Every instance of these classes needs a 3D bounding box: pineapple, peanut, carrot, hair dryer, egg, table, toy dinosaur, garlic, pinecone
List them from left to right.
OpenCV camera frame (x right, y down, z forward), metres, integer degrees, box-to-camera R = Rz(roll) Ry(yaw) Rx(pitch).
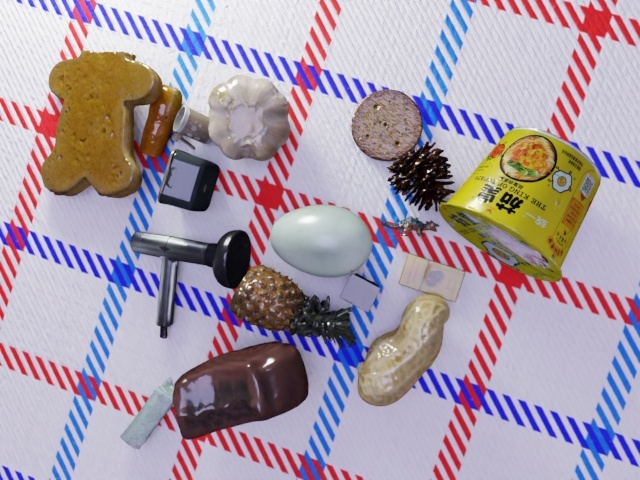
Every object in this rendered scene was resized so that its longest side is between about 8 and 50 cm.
[{"bbox_3d":[-0.428,-0.319,1.726,0.087,0.087,0.193,18,92,7],"label":"carrot"},{"bbox_3d":[-0.343,0.109,1.732,0.320,0.156,0.284,0,111,20],"label":"hair dryer"},{"bbox_3d":[-0.183,-0.315,1.658,0.227,0.152,0.228,-1,98,-8],"label":"garlic"},{"bbox_3d":[-0.056,0.190,1.652,0.340,0.169,0.169,26,94,0],"label":"pineapple"},{"bbox_3d":[0.000,0.000,1.621,0.264,0.183,0.183,6,91,13],"label":"egg"},{"bbox_3d":[0.105,0.132,1.658,0.083,0.082,0.070,27,94,6],"label":"table"},{"bbox_3d":[0.212,0.278,1.621,0.153,0.140,0.325,34,93,23],"label":"peanut"},{"bbox_3d":[0.230,-0.036,1.657,0.154,0.049,0.055,5,94,2],"label":"toy dinosaur"},{"bbox_3d":[0.259,-0.149,1.597,0.163,0.163,0.165,-33,84,6],"label":"pinecone"}]

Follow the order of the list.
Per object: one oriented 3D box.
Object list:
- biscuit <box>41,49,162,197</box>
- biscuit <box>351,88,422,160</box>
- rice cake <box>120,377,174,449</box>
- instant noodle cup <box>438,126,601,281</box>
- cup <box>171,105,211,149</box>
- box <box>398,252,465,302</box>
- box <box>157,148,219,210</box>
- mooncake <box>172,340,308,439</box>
[{"bbox_3d":[-0.584,-0.312,1.728,0.368,0.076,0.394,4,89,23],"label":"biscuit"},{"bbox_3d":[0.172,-0.301,1.674,0.187,0.027,0.188,0,91,9],"label":"biscuit"},{"bbox_3d":[-0.461,0.477,1.745,0.069,0.063,0.206,40,95,3],"label":"rice cake"},{"bbox_3d":[0.480,-0.093,1.509,0.325,0.325,0.254,34,84,6],"label":"instant noodle cup"},{"bbox_3d":[-0.336,-0.291,1.702,0.099,0.074,0.102,22,103,-30],"label":"cup"},{"bbox_3d":[0.289,0.096,1.665,0.155,0.023,0.087,18,90,7],"label":"box"},{"bbox_3d":[-0.334,-0.150,1.657,0.090,0.201,0.145,17,91,3],"label":"box"},{"bbox_3d":[-0.210,0.365,1.592,0.325,0.333,0.174,-17,86,47],"label":"mooncake"}]
